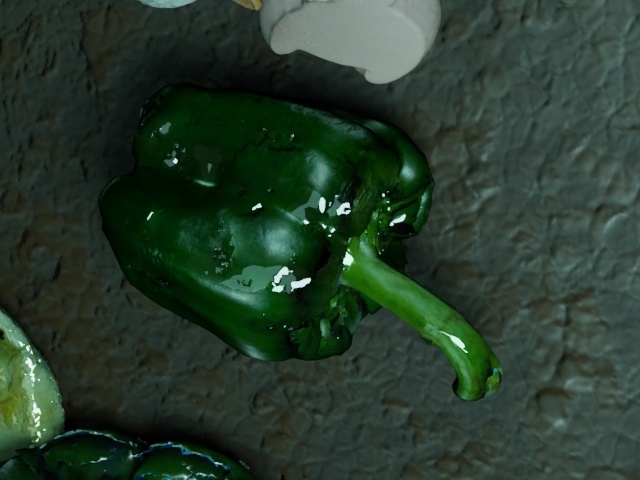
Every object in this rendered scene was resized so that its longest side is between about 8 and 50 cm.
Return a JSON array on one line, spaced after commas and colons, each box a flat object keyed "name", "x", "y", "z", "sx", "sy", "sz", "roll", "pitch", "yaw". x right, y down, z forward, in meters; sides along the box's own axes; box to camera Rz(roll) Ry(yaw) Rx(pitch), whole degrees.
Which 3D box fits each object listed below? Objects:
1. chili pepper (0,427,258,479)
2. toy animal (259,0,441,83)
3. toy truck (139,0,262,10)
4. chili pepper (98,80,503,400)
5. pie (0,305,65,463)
[{"name": "chili pepper", "x": -0.133, "y": 0.267, "z": 1.139, "sx": 0.233, "sy": 0.249, "sz": 0.256, "roll": 11, "pitch": 112, "yaw": 46}, {"name": "toy animal", "x": 0.030, "y": -0.207, "z": 1.053, "sx": 0.124, "sy": 0.124, "sz": 0.212, "roll": -1, "pitch": 69, "yaw": 20}, {"name": "toy truck", "x": -0.159, "y": -0.301, "z": 1.011, "sx": 0.388, "sy": 0.173, "sz": 0.207, "roll": 30, "pitch": 77, "yaw": 27}, {"name": "chili pepper", "x": 0.000, "y": 0.000, "z": 1.067, "sx": 0.261, "sy": 0.174, "sz": 0.165, "roll": 21, "pitch": 83, "yaw": 16}, {"name": "pie", "x": -0.263, "y": 0.118, "z": 1.250, "sx": 0.187, "sy": 0.041, "sz": 0.186, "roll": 4, "pitch": 103, "yaw": 19}]
